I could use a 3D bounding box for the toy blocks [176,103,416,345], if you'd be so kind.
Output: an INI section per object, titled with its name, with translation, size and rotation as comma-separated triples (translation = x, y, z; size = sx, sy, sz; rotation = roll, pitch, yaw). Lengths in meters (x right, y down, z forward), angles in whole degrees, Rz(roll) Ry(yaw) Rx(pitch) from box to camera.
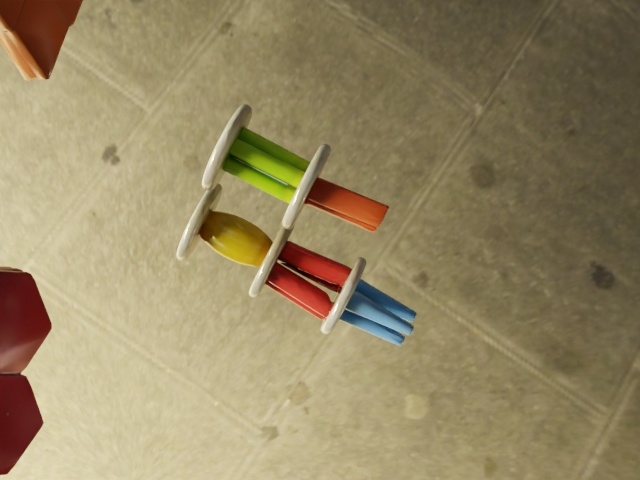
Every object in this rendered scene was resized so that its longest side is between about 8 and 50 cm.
[toy blocks]
translation = 0.000, 0.000, 0.594
size = 0.148, 0.123, 0.054
rotation = 27, 48, -1

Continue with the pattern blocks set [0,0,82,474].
[pattern blocks set]
translation = -0.202, -0.066, 0.300
size = 0.285, 0.026, 0.325
rotation = -4, 101, -41
